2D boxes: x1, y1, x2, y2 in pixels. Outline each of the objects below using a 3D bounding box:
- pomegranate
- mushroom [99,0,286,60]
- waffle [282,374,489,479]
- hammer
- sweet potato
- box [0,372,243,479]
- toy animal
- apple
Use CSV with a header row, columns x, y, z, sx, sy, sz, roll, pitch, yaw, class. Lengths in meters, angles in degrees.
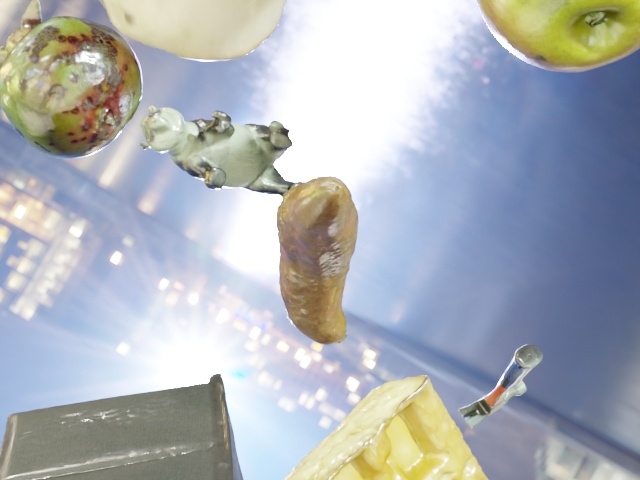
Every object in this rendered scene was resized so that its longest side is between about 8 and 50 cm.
x,y,z,sx,sy,sz,roll,pitch,yaw,class
-0.253,-0.159,1.336,0.148,0.148,0.169,32,-167,-33,pomegranate
-0.032,-0.254,0.619,0.314,0.336,0.314,9,-140,-8,mushroom
0.017,0.241,0.977,0.057,0.274,0.168,-2,123,52,waffle
0.253,0.189,1.806,0.033,0.111,0.288,54,165,14,hammer
-0.001,-0.002,1.478,0.341,0.092,0.114,93,157,-60,sweet potato
-0.150,0.329,1.151,0.204,0.345,0.251,-9,-158,-1,box
-0.120,-0.110,1.612,0.121,0.094,0.225,16,-173,42,toy animal
0.409,-0.430,2.116,0.339,0.340,0.339,30,177,2,apple
